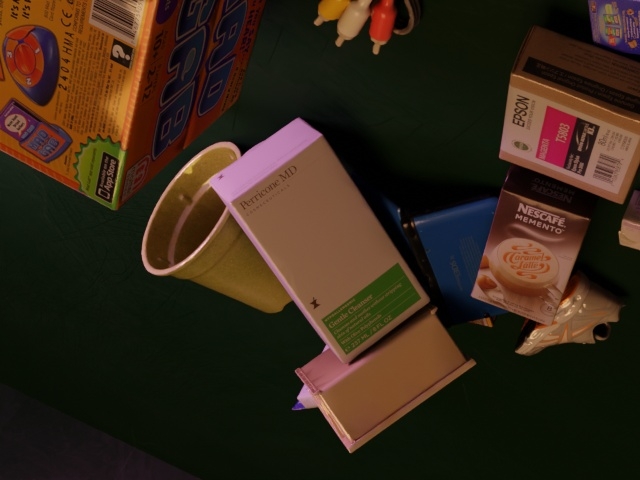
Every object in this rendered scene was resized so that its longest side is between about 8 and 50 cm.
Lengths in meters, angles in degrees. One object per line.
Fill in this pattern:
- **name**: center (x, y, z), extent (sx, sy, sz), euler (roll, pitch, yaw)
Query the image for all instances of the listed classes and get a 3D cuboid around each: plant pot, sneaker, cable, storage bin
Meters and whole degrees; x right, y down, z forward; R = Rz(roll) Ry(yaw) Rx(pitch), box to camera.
- **plant pot**: center (-0.146, 0.001, 2.085), extent (0.254, 0.276, 0.276), euler (35, 152, -30)
- **sneaker**: center (0.426, 0.150, 1.931), extent (0.121, 0.099, 0.262), euler (27, 152, -2)
- **cable**: center (0.084, -0.356, 1.494), extent (0.139, 0.072, 0.287), euler (24, 150, 1)
- **storage bin**: center (0.104, 0.225, 2.011), extent (0.123, 0.262, 0.260), euler (56, 175, -8)

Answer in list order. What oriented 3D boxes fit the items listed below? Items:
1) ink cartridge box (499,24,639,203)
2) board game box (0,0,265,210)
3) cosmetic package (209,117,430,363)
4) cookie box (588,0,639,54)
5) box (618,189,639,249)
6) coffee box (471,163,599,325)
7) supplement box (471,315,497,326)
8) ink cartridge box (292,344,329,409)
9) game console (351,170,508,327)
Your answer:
- **ink cartridge box**: center (0.346, -0.161, 1.497), extent (0.193, 0.088, 0.235), euler (22, 161, 14)
- **board game box**: center (-0.298, -0.333, 1.480), extent (0.356, 0.356, 0.357), euler (28, 130, 8)
- **cosmetic package**: center (0.000, 0.000, 1.900), extent (0.365, 0.197, 0.155), euler (54, 176, -26)
- **cookie box**: center (0.388, -0.272, 1.376), extent (0.107, 0.040, 0.092), euler (14, 147, 29)
- **box**: center (0.591, 0.010, 1.596), extent (0.324, 0.067, 0.063), euler (17, 149, 21)
- **coffee box**: center (0.330, 0.000, 1.734), extent (0.141, 0.098, 0.246), euler (20, 137, 13)
- **supplement box**: center (0.280, 0.120, 2.063), extent (0.083, 0.043, 0.055), euler (11, 145, 29)
- **ink cartridge box**: center (0.042, 0.237, 2.274), extent (0.045, 0.223, 0.224), euler (43, 147, -20)
- **game console**: center (0.215, -0.004, 1.953), extent (0.250, 0.173, 0.293), euler (-15, 136, 11)
